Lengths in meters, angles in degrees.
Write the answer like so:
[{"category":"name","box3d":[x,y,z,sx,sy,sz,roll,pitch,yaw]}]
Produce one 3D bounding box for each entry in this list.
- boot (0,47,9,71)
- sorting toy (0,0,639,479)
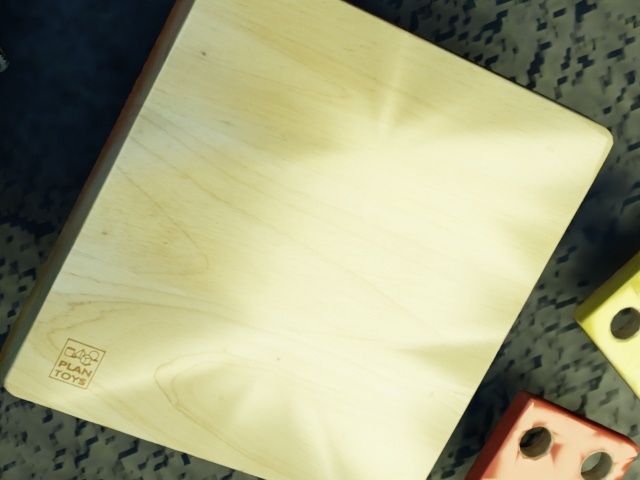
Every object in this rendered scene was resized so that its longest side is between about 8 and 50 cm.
[{"category":"boot","box3d":[-0.080,-0.111,0.495,0.244,0.088,0.176,-19,106,8]},{"category":"sorting toy","box3d":[0.000,0.000,0.536,0.274,0.046,0.132,22,103,-27]}]
